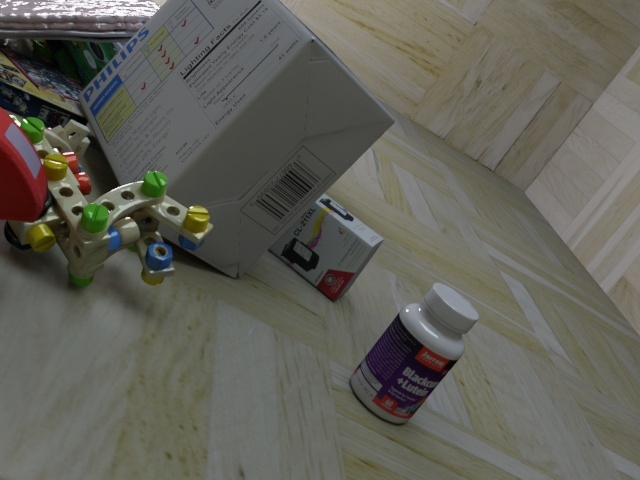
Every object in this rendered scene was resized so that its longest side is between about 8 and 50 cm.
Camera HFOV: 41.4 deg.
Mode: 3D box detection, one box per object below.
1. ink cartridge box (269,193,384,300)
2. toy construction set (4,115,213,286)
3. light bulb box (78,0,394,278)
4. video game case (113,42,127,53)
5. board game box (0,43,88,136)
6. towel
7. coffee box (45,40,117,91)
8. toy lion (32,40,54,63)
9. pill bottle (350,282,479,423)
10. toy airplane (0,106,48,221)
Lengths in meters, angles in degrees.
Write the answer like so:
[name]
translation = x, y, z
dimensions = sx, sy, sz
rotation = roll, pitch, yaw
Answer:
[ink cartridge box]
translation = 0.000, 0.000, 1.479
dimensions = 0.175, 0.127, 0.072
rotation = 38, 21, 10
[toy construction set]
translation = -0.308, -0.069, 1.069
dimensions = 0.215, 0.151, 0.327
rotation = -18, 42, -38
[light bulb box]
translation = -0.146, -0.206, 1.325
dimensions = 0.225, 0.358, 0.361
rotation = 37, 12, -45
[video game case]
translation = -0.431, -0.451, 2.017
dimensions = 0.201, 0.023, 0.183
rotation = 44, 20, 26
[board game box]
translation = -0.506, -0.264, 1.382
dimensions = 0.243, 0.042, 0.165
rotation = 24, 22, -32
[towel]
translation = -0.455, -0.410, 1.542
dimensions = 0.332, 0.053, 0.317
rotation = -5, 25, -23
[coffee box]
translation = -0.443, -0.344, 1.630
dimensions = 0.113, 0.040, 0.184
rotation = 63, 18, -6
[toy lion]
translation = -0.523, -0.374, 1.655
dimensions = 0.096, 0.034, 0.100
rotation = 35, 17, 23
[pill bottle]
translation = 0.138, 0.159, 1.215
dimensions = 0.108, 0.193, 0.108
rotation = 31, 19, -12
[toy airplane]
translation = -0.481, -0.164, 0.802
dimensions = 0.386, 0.272, 0.384
rotation = 44, 20, 24
